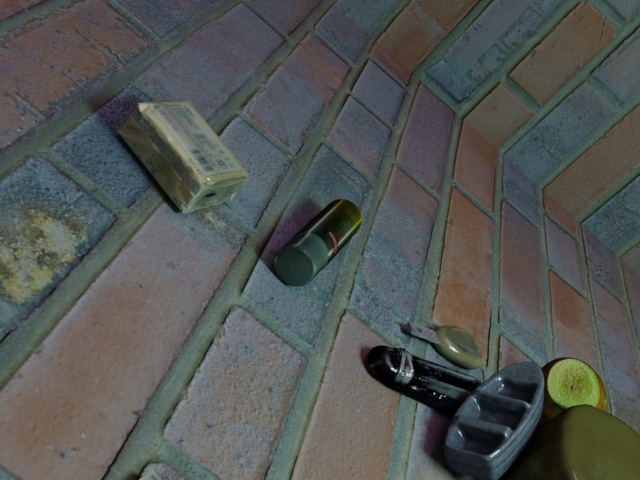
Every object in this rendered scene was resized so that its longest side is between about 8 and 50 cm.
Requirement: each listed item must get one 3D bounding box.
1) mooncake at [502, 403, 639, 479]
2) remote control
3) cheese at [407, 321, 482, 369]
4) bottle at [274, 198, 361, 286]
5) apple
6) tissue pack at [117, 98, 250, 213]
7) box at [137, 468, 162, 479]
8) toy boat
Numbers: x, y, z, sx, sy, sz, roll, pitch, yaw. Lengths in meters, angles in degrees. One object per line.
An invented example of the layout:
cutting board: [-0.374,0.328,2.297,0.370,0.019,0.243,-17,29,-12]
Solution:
mooncake: [0.480,0.488,1.474,0.378,0.201,0.378,29,36,-23]
remote control: [0.200,0.251,1.546,0.265,0.066,0.090,28,30,-29]
cheese: [0.245,0.201,1.703,0.192,0.037,0.097,22,34,-34]
bottle: [0.000,0.000,1.604,0.082,0.082,0.286,44,29,0]
apple: [0.515,0.332,1.750,0.146,0.163,0.147,7,35,20]
tissue pack: [-0.238,-0.151,1.484,0.196,0.092,0.148,52,29,11]
box: [-0.206,0.308,0.982,0.054,0.024,0.083,48,28,5]
toy boat: [0.318,0.309,1.500,0.283,0.127,0.078,-37,122,-44]
